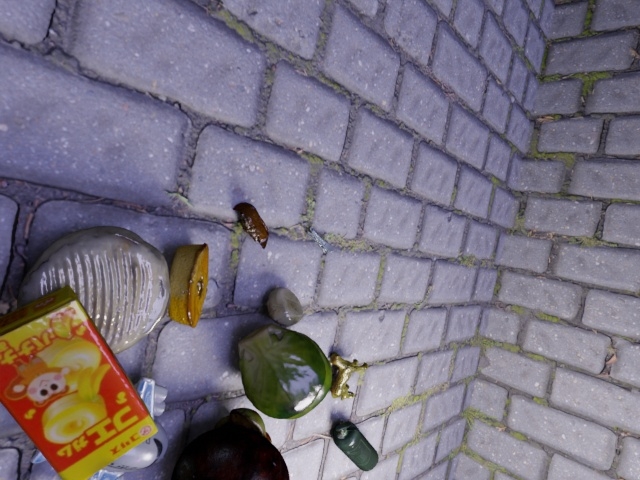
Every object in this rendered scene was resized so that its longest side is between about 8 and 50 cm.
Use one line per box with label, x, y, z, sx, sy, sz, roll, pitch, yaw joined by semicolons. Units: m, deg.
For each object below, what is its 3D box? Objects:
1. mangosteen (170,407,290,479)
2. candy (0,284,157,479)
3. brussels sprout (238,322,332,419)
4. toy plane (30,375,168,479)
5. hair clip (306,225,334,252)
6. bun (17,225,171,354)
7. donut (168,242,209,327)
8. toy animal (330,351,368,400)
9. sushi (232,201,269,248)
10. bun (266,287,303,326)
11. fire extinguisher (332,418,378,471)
mangosteen;-0.205;0.563;0.956;0.288;0.288;0.287;-14;110;-44
candy;-0.381;0.222;0.619;0.146;0.088;0.276;-31;115;-26
brussels sprout;-0.100;0.333;1.053;0.219;0.210;0.271;-39;106;-5
toy plane;-0.411;0.389;0.793;0.267;0.123;0.266;-18;115;-45
hair clip;0.001;-0.001;1.198;0.115;0.039;0.030;43;63;-41
bun;-0.390;0.089;0.725;0.239;0.141;0.239;-8;104;-34
donut;-0.279;0.092;0.848;0.066;0.162;0.178;8;103;-6
toy animal;0.070;0.472;1.376;0.136;0.073;0.181;15;101;-40
sushi;-0.165;-0.037;0.998;0.055;0.052;0.120;-47;130;-28
bun;-0.101;0.185;1.100;0.115;0.069;0.115;48;21;-25
fire extinguisher;0.123;0.726;1.455;0.311;0.115;0.095;58;29;-36
